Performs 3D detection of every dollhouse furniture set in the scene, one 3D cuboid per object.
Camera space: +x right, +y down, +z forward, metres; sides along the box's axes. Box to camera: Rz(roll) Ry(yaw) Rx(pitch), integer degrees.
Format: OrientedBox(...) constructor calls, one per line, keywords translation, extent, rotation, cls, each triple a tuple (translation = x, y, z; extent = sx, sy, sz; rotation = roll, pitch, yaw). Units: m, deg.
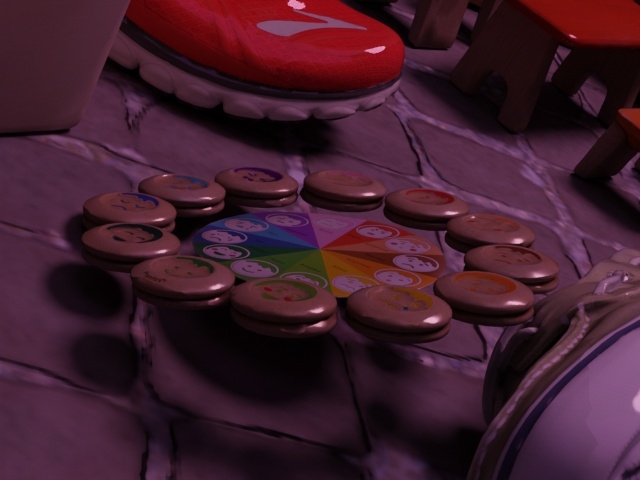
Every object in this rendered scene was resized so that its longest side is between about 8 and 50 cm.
OrientedBox(translation=(0.201, -0.144, 0.945), extent=(0.259, 0.135, 0.262), rotation=(-7, 42, -49), cls="dollhouse furniture set")

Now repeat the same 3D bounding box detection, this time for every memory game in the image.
OrientedBox(translation=(0.000, 0.000, 0.560), extent=(0.186, 0.012, 0.186), rotation=(5, 18, -2), cls="memory game")

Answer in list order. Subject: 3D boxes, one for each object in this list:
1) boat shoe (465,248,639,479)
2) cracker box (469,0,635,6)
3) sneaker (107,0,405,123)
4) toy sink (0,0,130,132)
OrientedBox(translation=(0.109, 0.064, 0.546), extent=(0.094, 0.109, 0.302), rotation=(20, 13, 23), cls="boat shoe")
OrientedBox(translation=(0.162, -0.236, 1.155), extent=(0.155, 0.067, 0.232), rotation=(19, 28, -18), cls="cracker box")
OrientedBox(translation=(-0.078, -0.151, 0.712), extent=(0.279, 0.118, 0.107), rotation=(25, 27, -4), cls="sneaker")
OrientedBox(translation=(-0.188, -0.133, 0.540), extent=(0.131, 0.153, 0.234), rotation=(42, 31, 27), cls="toy sink")
